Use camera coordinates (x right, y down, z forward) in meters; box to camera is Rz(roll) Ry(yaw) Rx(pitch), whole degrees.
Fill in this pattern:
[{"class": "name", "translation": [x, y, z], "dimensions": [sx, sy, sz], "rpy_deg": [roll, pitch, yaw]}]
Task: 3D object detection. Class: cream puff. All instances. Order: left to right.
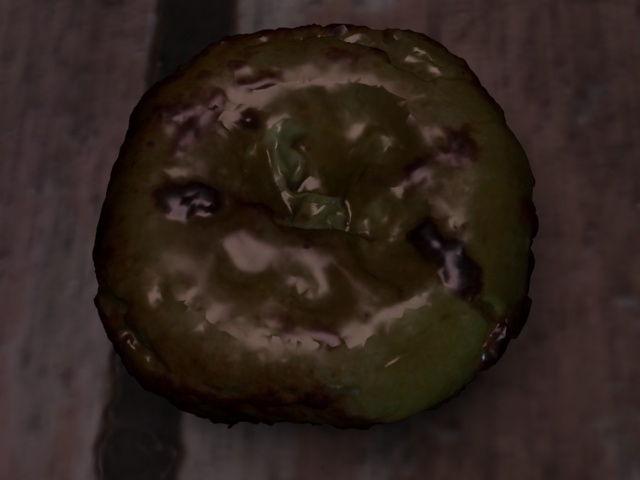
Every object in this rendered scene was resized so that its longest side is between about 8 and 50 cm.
[{"class": "cream puff", "translation": [0.000, 0.000, 0.357], "dimensions": [0.149, 0.084, 0.149], "rpy_deg": [-3, 69, 7]}]
